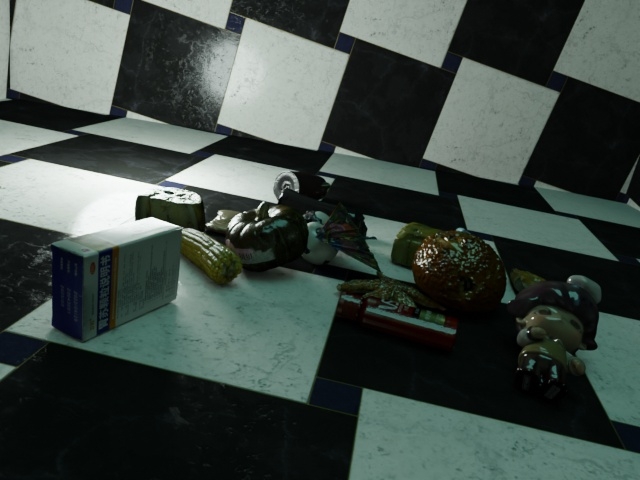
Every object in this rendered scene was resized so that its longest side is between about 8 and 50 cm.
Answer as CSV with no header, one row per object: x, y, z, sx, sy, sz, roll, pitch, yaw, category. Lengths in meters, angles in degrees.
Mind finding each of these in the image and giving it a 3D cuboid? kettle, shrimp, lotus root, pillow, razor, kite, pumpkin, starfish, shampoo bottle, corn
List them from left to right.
-0.498,-0.105,1.944,0.235,0.119,0.138,8,25,-3,lotus root
-0.332,0.033,1.671,0.102,0.102,0.313,-6,25,-38,corn
-0.323,-0.066,2.053,0.135,0.034,0.211,13,21,3,pillow
-0.162,-0.027,1.734,0.260,0.189,0.260,-7,28,4,pumpkin
-0.088,-0.218,2.486,0.202,0.144,0.232,-14,-6,38,kettle
0.007,-0.076,2.053,0.327,0.107,0.189,21,-22,27,razor
0.077,-0.013,1.815,0.234,0.016,0.321,-2,46,-32,kite
0.207,0.156,1.663,0.302,0.060,0.299,19,19,21,starfish
0.199,0.204,1.496,0.314,0.076,0.118,15,24,13,shampoo bottle
0.725,0.166,1.896,0.164,0.062,0.317,13,17,0,shrimp

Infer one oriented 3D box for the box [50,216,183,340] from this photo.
-0.461,0.078,1.328,0.106,0.200,0.299,18,21,25,box

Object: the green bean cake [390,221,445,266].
0.385,0.025,2.020,0.236,0.124,0.233,17,20,20,green bean cake

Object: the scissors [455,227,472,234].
0.509,0.000,2.200,0.191,0.029,0.360,46,-9,-24,scissors

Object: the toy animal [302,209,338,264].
0.000,0.000,1.871,0.166,0.138,0.179,31,20,-23,toy animal

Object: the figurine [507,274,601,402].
0.570,0.226,1.433,0.218,0.206,0.365,4,17,27,figurine

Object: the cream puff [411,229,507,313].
0.422,0.080,1.738,0.303,0.212,0.303,16,18,-5,cream puff
